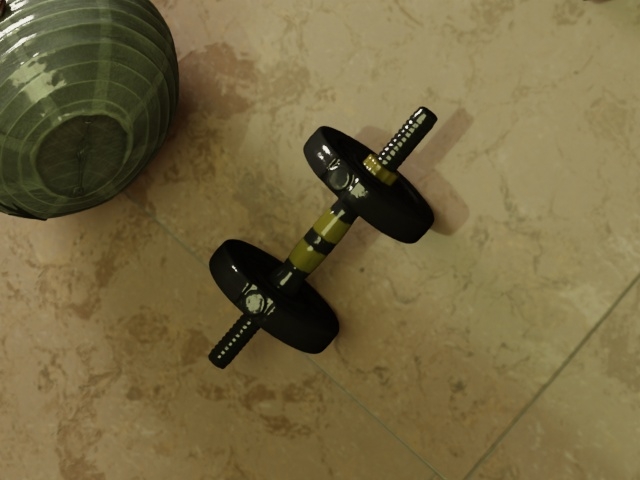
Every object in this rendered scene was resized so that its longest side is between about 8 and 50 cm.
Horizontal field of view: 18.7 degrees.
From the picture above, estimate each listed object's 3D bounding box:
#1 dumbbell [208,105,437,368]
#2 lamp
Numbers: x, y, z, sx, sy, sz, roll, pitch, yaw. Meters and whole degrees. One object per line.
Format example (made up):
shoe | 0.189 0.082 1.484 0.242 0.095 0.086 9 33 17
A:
dumbbell | 0.000 0.000 1.852 0.143 0.143 0.325 43 105 11
lamp | -0.262 -0.143 1.893 0.233 0.233 0.265 32 115 14
